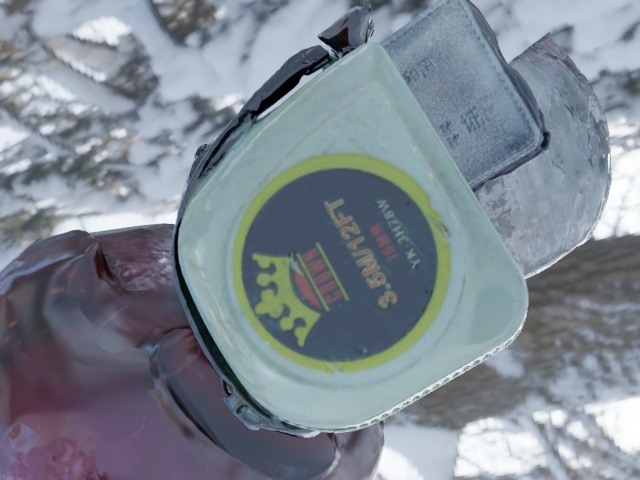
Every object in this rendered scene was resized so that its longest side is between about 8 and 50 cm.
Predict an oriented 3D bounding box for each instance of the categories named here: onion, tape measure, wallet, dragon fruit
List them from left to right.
[{"bbox_3d":[-0.172,0.203,1.237,0.398,0.420,0.398,30,-157,-14],"label":"onion"},{"bbox_3d":[0.000,0.000,0.859,0.235,0.207,0.115,60,-179,10],"label":"tape measure"},{"bbox_3d":[0.081,-0.103,1.219,0.167,0.222,0.036,62,-158,9],"label":"wallet"},{"bbox_3d":[0.237,-0.088,1.529,0.221,0.204,0.283,56,-164,-1],"label":"dragon fruit"}]
